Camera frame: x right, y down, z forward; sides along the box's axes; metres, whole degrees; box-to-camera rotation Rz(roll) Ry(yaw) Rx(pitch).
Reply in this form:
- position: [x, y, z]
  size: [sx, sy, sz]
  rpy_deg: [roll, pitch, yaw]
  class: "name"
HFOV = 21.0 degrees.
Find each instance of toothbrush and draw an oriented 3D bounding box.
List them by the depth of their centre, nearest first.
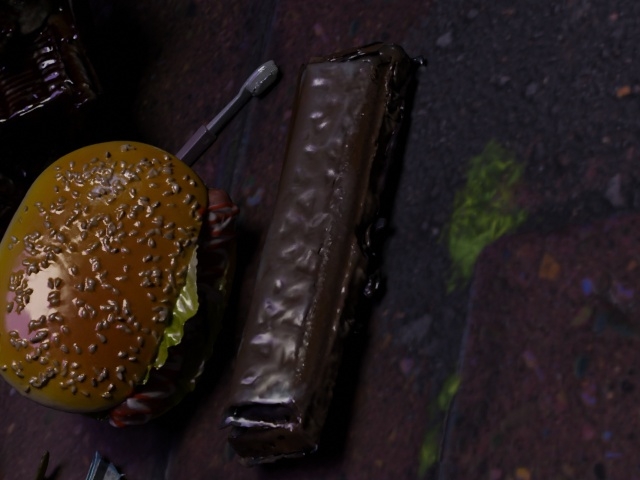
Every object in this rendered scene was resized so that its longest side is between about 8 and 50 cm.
- position: [-0.102, -0.072, 1.384]
  size: [0.194, 0.014, 0.017]
  rpy_deg: [-44, 42, 13]
  class: "toothbrush"

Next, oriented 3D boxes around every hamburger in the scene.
- position: [-0.151, 0.031, 1.262]
  size: [0.116, 0.173, 0.210]
  rpy_deg: [129, 164, -74]
  class: "hamburger"

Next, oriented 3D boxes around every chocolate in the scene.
- position: [-0.006, -0.002, 1.210]
  size: [0.102, 0.065, 0.329]
  rpy_deg: [-12, 55, 40]
  class: "chocolate"

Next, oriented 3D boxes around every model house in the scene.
- position: [-0.298, -0.151, 1.413]
  size: [0.282, 0.297, 0.317]
  rpy_deg: [-48, 39, 17]
  class: "model house"

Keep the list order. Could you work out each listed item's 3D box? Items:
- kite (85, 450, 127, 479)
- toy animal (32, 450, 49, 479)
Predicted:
- position: [-0.120, 0.301, 1.159]
  size: [0.368, 0.014, 0.406]
  rpy_deg: [-43, 41, 13]
  class: "kite"
- position: [-0.323, 0.222, 1.342]
  size: [0.219, 0.095, 0.155]
  rpy_deg: [-7, 52, 43]
  class: "toy animal"
